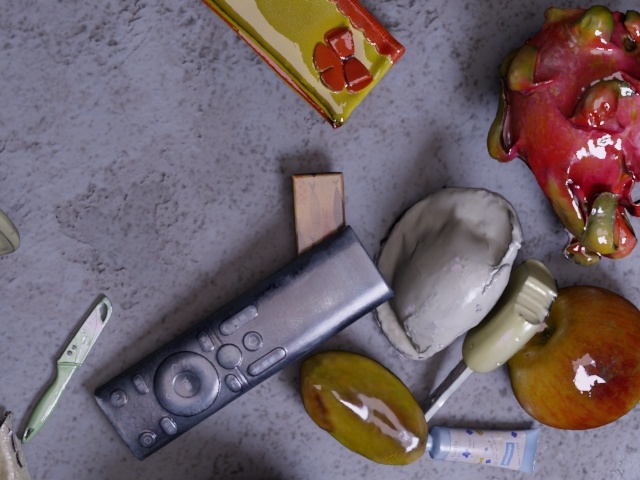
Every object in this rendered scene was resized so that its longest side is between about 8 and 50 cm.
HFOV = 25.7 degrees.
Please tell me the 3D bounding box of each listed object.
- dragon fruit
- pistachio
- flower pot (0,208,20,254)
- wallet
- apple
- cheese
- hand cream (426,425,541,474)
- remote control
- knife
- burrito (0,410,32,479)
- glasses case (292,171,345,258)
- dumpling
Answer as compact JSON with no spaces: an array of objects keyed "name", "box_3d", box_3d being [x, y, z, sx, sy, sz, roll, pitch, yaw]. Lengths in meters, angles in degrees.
[{"name":"dragon fruit","box_3d":[0.339,-0.136,1.715,0.243,0.227,0.307,-40,104,-1]},{"name":"pistachio","box_3d":[0.054,0.204,1.757,0.189,0.100,0.110,34,66,-4]},{"name":"flower pot","box_3d":[-0.476,0.043,1.542,0.307,0.307,0.244,33,73,-13]},{"name":"wallet","box_3d":[-0.017,-0.266,1.710,0.241,0.067,0.141,43,84,-12]},{"name":"apple","box_3d":[0.336,0.154,1.790,0.173,0.160,0.195,37,94,-34]},{"name":"cheese","box_3d":[0.202,0.140,1.759,0.050,0.127,0.255,35,109,-10]},{"name":"hand cream","box_3d":[0.203,0.267,1.819,0.170,0.043,0.065,6,100,-17]},{"name":"remote control","box_3d":[-0.094,0.127,1.718,0.377,0.044,0.107,-33,93,1]},{"name":"knife","box_3d":[-0.313,0.159,1.717,0.030,0.014,0.207,32,87,-12]},{"name":"burrito","box_3d":[-0.380,0.285,1.701,0.055,0.041,0.149,-17,96,-19]},{"name":"glasses case","box_3d":[0.000,0.000,1.750,0.064,0.041,0.170,-3,96,-1]},{"name":"dumpling","box_3d":[0.151,0.031,1.742,0.172,0.142,0.247,47,115,20]}]
